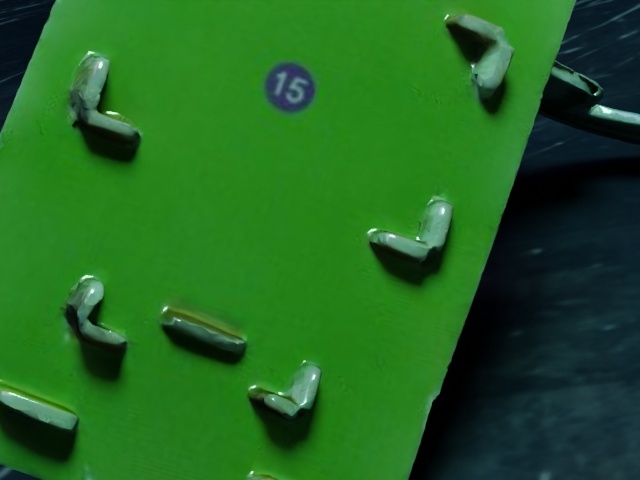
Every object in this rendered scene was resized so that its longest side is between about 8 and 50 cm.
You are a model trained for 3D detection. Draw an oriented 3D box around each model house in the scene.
[{"bbox_3d":[0.000,0.000,0.780,0.323,0.340,0.300,163,128,-75],"label":"model house"}]
